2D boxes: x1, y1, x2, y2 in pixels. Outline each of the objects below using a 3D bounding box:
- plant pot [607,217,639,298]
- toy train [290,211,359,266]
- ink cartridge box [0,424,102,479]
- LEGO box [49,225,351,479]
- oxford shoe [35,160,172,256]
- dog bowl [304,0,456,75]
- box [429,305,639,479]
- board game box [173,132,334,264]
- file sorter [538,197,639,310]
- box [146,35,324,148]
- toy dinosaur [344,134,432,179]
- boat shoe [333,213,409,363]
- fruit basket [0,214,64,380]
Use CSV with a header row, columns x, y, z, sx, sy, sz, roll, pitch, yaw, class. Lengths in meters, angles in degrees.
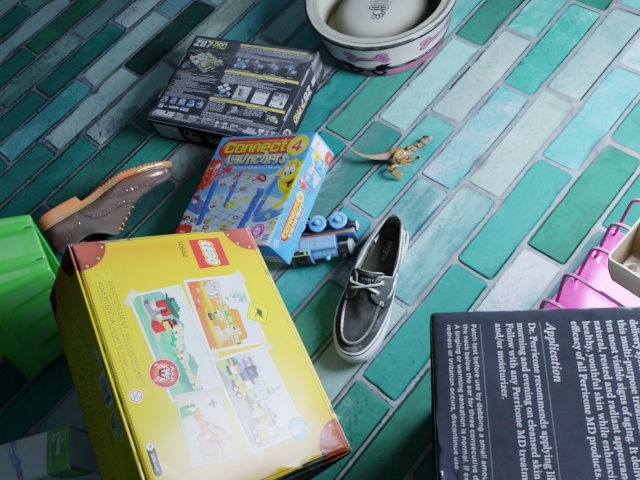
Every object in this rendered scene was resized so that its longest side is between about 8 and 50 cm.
x,y,z,sx,sy,sz,roll,pitch,yaw,class
0.551,0.041,1.022,0.109,0.096,0.109,39,76,26,plant pot
0.000,0.000,1.400,0.184,0.080,0.105,-8,68,10,toy train
-0.565,0.459,1.239,0.213,0.154,0.093,-18,60,4,ink cartridge box
-0.230,0.237,1.116,0.373,0.193,0.500,-6,59,-39,LEGO box
-0.526,-0.084,1.567,0.364,0.130,0.132,-32,92,-12,oxford shoe
0.170,-0.621,1.654,0.408,0.150,0.407,-5,62,10,dog bowl
0.411,0.314,0.898,0.472,0.480,0.297,-2,61,12,box
-0.159,-0.104,1.437,0.308,0.086,0.301,4,62,35,board game box
0.574,0.096,1.150,0.202,0.182,0.291,39,76,27,file sorter
-0.228,-0.396,1.657,0.395,0.097,0.318,13,68,20,box
0.173,-0.204,1.488,0.212,0.064,0.112,-11,42,-3,toy dinosaur
0.101,0.090,1.301,0.121,0.119,0.335,11,65,18,boat shoe
-0.729,0.165,1.315,0.392,0.392,0.283,-32,60,-5,fruit basket
